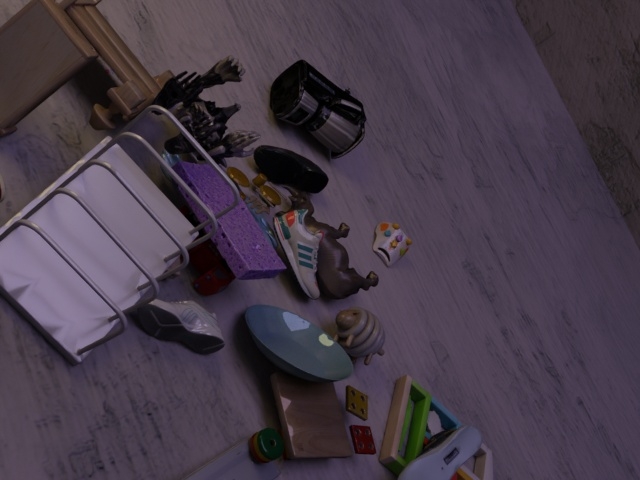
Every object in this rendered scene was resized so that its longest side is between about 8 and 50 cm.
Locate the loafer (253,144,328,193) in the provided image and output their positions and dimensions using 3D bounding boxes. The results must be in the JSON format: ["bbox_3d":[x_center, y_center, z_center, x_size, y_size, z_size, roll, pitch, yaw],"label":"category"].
[{"bbox_3d":[-0.062,-0.139,1.669,0.170,0.062,0.061,26,23,-42],"label":"loafer"}]

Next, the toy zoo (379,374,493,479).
[{"bbox_3d":[0.228,0.400,1.614,0.293,0.030,0.192,44,37,-18],"label":"toy zoo"}]

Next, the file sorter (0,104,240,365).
[{"bbox_3d":[-0.263,-0.017,1.163,0.193,0.173,0.277,49,48,-13],"label":"file sorter"}]

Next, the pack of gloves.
[{"bbox_3d":[-0.172,-0.053,1.461,0.232,0.046,0.195,52,22,5],"label":"pack of gloves"}]

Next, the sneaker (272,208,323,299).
[{"bbox_3d":[-0.021,0.021,1.536,0.057,0.075,0.161,-122,-172,-80],"label":"sneaker"}]

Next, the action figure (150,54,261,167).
[{"bbox_3d":[-0.169,-0.197,1.425,0.275,0.141,0.164,-52,123,-80],"label":"action figure"}]

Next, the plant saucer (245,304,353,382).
[{"bbox_3d":[-0.040,0.171,1.413,0.195,0.037,0.195,28,15,-8],"label":"plant saucer"}]

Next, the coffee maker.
[{"bbox_3d":[-0.010,-0.271,1.797,0.178,0.120,0.171,32,18,-34],"label":"coffee maker"}]

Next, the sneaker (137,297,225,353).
[{"bbox_3d":[-0.204,0.113,1.297,0.152,0.054,0.061,32,32,-41],"label":"sneaker"}]

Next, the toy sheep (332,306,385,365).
[{"bbox_3d":[0.069,0.165,1.561,0.132,0.091,0.091,48,33,-37],"label":"toy sheep"}]

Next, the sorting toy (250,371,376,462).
[{"bbox_3d":[-0.019,0.277,1.391,0.274,0.046,0.132,13,53,-47],"label":"sorting toy"}]

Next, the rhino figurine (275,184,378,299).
[{"bbox_3d":[0.000,0.000,1.611,0.106,0.073,0.243,-26,81,-48],"label":"rhino figurine"}]

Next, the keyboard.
[{"bbox_3d":[-0.125,0.326,1.212,0.072,0.014,0.256,65,24,5],"label":"keyboard"}]

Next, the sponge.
[{"bbox_3d":[-0.142,-0.032,1.377,0.210,0.031,0.117,57,22,16],"label":"sponge"}]

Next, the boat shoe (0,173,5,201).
[{"bbox_3d":[-0.452,-0.109,1.165,0.043,0.049,0.137,-13,79,-52],"label":"boat shoe"}]

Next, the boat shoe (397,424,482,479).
[{"bbox_3d":[0.187,0.376,1.507,0.183,0.083,0.065,-29,86,-28],"label":"boat shoe"}]

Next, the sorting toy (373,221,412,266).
[{"bbox_3d":[0.140,0.012,1.812,0.083,0.045,0.075,49,54,-12],"label":"sorting toy"}]

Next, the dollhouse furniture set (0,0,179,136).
[{"bbox_3d":[-0.401,-0.287,1.362,0.303,0.174,0.355,53,11,-9],"label":"dollhouse furniture set"}]

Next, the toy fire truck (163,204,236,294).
[{"bbox_3d":[-0.219,0.014,1.352,0.192,0.047,0.135,53,35,-6],"label":"toy fire truck"}]

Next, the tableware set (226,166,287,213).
[{"bbox_3d":[-0.120,-0.085,1.529,0.104,0.024,0.154,45,22,3],"label":"tableware set"}]
